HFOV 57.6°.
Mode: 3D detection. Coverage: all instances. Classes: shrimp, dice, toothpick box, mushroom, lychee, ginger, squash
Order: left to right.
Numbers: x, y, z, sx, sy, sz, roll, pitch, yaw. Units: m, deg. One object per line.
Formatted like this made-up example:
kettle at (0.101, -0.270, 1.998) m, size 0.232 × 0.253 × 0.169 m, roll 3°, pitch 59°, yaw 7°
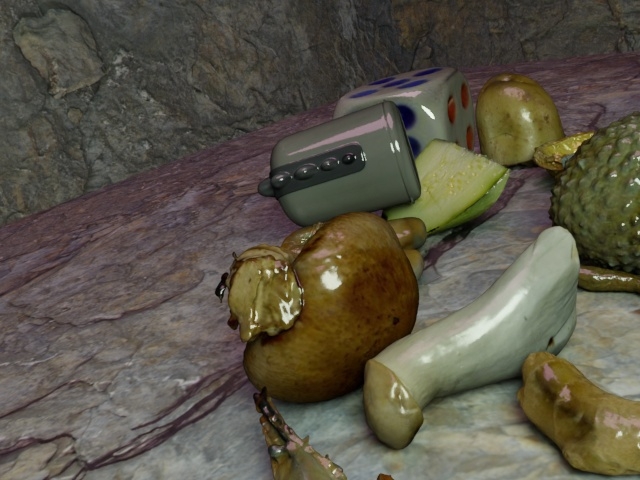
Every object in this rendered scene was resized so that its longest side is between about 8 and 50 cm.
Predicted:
shrimp at (-0.001, -0.007, 1.114) m, size 0.162 × 0.045 × 0.095 m, roll -25°, pitch 18°, yaw -31°
mushroom at (0.005, 0.091, 0.760) m, size 0.283 × 0.263 × 0.195 m, roll 9°, pitch 27°, yaw -35°
shrimp at (0.006, 0.250, 0.618) m, size 0.117 × 0.066 × 0.262 m, roll -7°, pitch 32°, yaw -21°
toothpick box at (0.030, -0.143, 1.192) m, size 0.316 × 0.229 × 0.229 m, roll -16°, pitch 20°, yaw 12°
dice at (0.219, -0.279, 1.511) m, size 0.304 × 0.277 × 0.304 m, roll 0°, pitch 25°, yaw 29°
squash at (0.234, -0.092, 1.206) m, size 0.154 × 0.204 × 0.237 m, roll -5°, pitch 26°, yaw -26°
mushroom at (0.183, 0.117, 0.707) m, size 0.328 × 0.159 × 0.122 m, roll -27°, pitch 13°, yaw -19°
ginger at (0.275, 0.179, 0.593) m, size 0.095 × 0.068 × 0.190 m, roll -60°, pitch 31°, yaw 5°
lychee at (0.479, -0.076, 0.877) m, size 0.255 × 0.274 × 0.255 m, roll -9°, pitch 54°, yaw 12°

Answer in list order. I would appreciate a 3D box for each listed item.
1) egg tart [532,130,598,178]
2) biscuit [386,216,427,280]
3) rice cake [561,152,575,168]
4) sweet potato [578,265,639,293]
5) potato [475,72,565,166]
egg tart at (0.573, -0.181, 1.283) m, size 0.212 × 0.090 × 0.213 m, roll -11°, pitch 21°, yaw 4°
biscuit at (0.056, 0.036, 1.109) m, size 0.290 × 0.062 × 0.237 m, roll -12°, pitch 21°, yaw 19°
rice cake at (0.578, -0.140, 1.151) m, size 0.211 × 0.124 × 0.038 m, roll -23°, pitch 16°, yaw -6°
sweet potato at (0.426, 0.061, 0.849) m, size 0.153 × 0.038 × 0.041 m, roll 18°, pitch 61°, yaw 41°
potato at (0.507, -0.324, 1.526) m, size 0.242 × 0.243 × 0.285 m, roll -8°, pitch 25°, yaw 18°
